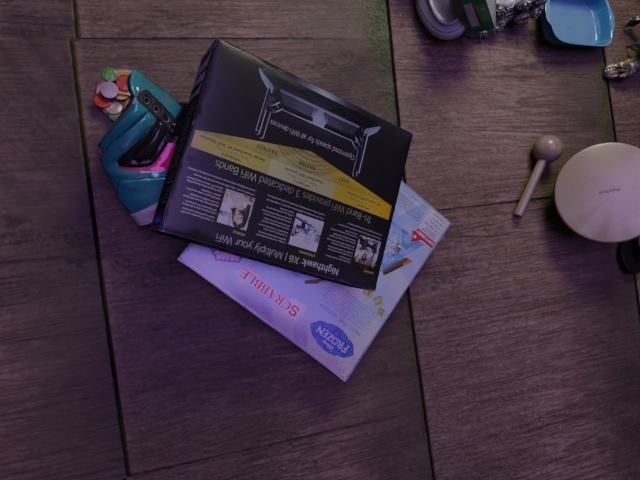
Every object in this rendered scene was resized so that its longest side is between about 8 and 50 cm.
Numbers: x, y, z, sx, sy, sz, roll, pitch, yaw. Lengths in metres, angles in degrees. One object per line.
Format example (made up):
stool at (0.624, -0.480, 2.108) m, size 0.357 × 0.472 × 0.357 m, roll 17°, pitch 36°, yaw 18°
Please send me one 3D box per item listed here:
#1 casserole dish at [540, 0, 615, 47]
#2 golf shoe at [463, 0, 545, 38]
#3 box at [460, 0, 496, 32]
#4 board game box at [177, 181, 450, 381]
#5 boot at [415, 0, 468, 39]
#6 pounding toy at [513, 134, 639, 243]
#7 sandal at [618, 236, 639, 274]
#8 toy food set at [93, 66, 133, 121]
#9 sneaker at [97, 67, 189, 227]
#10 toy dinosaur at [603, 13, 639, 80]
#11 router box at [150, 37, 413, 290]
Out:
casserole dish at (0.503, -0.435, 0.927) m, size 0.189 × 0.037 × 0.114 m, roll -5°, pitch 88°, yaw -23°
golf shoe at (0.327, -0.438, 0.882) m, size 0.176 × 0.069 × 0.085 m, roll -17°, pitch 60°, yaw -9°
box at (0.267, -0.460, 0.786) m, size 0.105 × 0.043 × 0.179 m, roll 21°, pitch 73°, yaw -58°
board game box at (0.000, 0.000, 0.750) m, size 0.319 × 0.066 × 0.318 m, roll 39°, pitch 77°, yaw -11°
boot at (0.196, -0.484, 0.793) m, size 0.095 × 0.123 × 0.258 m, roll -14°, pitch 86°, yaw 12°
pounding toy at (0.507, -0.092, 0.897) m, size 0.237 × 0.110 × 0.182 m, roll 18°, pitch 93°, yaw 15°
sandal at (0.662, -0.014, 0.953) m, size 0.067 × 0.040 × 0.179 m, roll 34°, pitch 78°, yaw -12°
toy food set at (-0.294, -0.217, 0.703) m, size 0.083 × 0.020 × 0.083 m, roll 4°, pitch 86°, yaw -16°
sneaker at (-0.190, -0.174, 0.669) m, size 0.296 × 0.124 × 0.178 m, roll -40°, pitch 118°, yaw -13°
toy dinosaur at (0.688, -0.425, 0.927) m, size 0.064 × 0.268 × 0.118 m, roll 8°, pitch 57°, yaw -51°
router box at (-0.039, -0.084, 0.638) m, size 0.309 × 0.081 × 0.242 m, roll 19°, pitch 82°, yaw -26°
